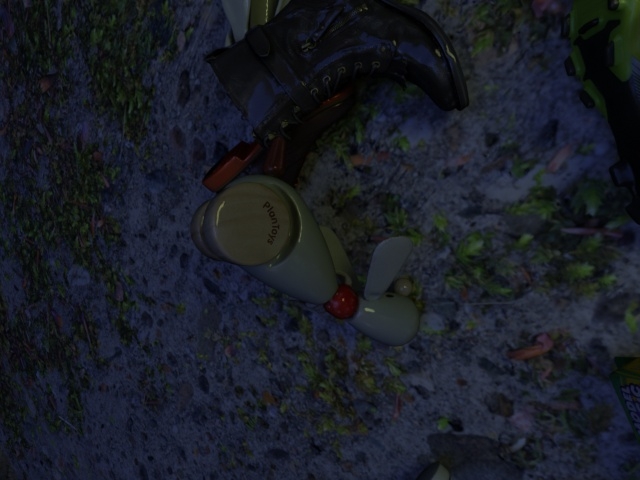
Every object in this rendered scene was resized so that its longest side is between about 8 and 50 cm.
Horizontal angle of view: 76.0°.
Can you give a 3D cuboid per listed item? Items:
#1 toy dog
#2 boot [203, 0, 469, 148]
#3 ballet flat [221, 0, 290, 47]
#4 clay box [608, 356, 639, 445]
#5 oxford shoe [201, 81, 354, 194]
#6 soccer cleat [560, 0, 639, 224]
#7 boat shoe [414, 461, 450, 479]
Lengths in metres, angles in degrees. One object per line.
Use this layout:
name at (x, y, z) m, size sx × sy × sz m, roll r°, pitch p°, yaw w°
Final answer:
toy dog at (0.000, 0.000, 0.512) m, size 0.220 × 0.334 × 0.160 m, roll 16°, pitch 75°, yaw 43°
boot at (0.013, -0.189, 0.488) m, size 0.229 × 0.091 × 0.263 m, roll -42°, pitch 84°, yaw 13°
ballet flat at (-0.070, -0.408, 0.525) m, size 0.139 × 0.139 × 0.400 m, roll 11°, pitch 105°, yaw 31°
clay box at (0.349, 0.174, 0.339) m, size 0.222 × 0.053 × 0.127 m, roll 139°, pitch 110°, yaw -76°
oxford shoe at (-0.050, -0.133, 0.611) m, size 0.271 × 0.096 × 0.098 m, roll -29°, pitch 118°, yaw 27°
soccer cleat at (0.314, -0.150, 0.369) m, size 0.121 × 0.093 × 0.289 m, roll -16°, pitch 86°, yaw 4°
boat shoe at (0.144, 0.404, 0.590) m, size 0.070 × 0.078 × 0.219 m, roll 34°, pitch 124°, yaw 24°
